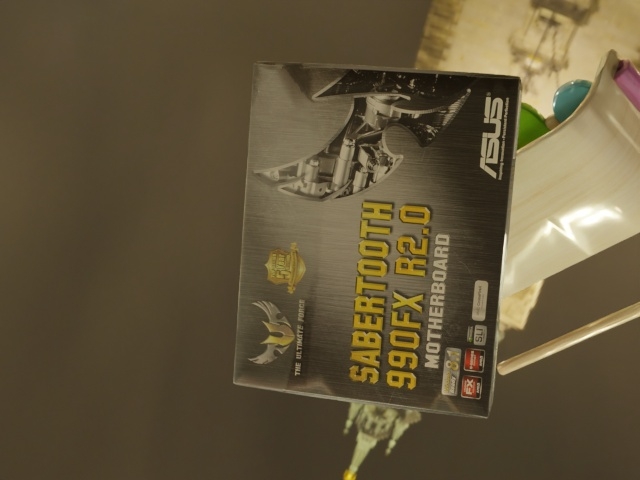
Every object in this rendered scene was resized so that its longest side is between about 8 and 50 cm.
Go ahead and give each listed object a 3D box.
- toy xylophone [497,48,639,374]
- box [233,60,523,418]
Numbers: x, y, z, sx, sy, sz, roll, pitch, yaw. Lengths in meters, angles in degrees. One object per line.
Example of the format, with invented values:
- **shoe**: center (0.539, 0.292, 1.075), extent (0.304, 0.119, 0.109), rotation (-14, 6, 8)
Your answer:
- **toy xylophone**: center (0.168, -0.005, 0.834), extent (0.236, 0.323, 0.081), rotation (50, -145, -25)
- **box**: center (0.039, -0.004, 0.676), extent (0.183, 0.056, 0.231), rotation (6, -83, 12)
